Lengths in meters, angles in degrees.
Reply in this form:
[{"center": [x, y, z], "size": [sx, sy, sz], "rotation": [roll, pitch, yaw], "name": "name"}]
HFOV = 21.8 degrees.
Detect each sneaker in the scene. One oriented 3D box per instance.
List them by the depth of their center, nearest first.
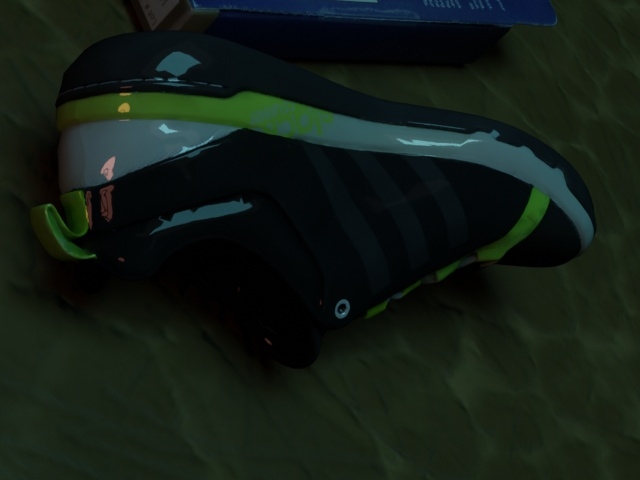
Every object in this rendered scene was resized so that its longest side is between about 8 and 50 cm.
[{"center": [0.000, 0.000, 0.591], "size": [0.234, 0.084, 0.097], "rotation": [13, 75, -35], "name": "sneaker"}]

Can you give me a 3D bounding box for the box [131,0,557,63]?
[{"center": [-0.001, -0.140, 0.714], "size": [0.225, 0.036, 0.136], "rotation": [-5, 63, -43], "name": "box"}]
